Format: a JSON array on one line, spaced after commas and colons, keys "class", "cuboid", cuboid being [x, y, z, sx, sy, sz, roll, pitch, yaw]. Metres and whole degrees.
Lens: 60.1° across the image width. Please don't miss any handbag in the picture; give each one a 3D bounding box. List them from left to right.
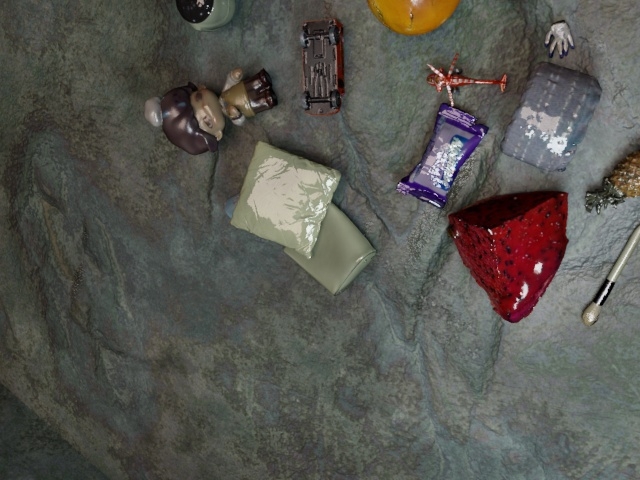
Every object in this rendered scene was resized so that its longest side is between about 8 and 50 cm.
[{"class": "handbag", "cuboid": [0.000, 0.000, 1.686, 0.315, 0.109, 0.241, 43, 115, 13]}]

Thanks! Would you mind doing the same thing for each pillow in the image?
[{"class": "pillow", "cuboid": [-0.106, -0.122, 1.650, 0.274, 0.076, 0.281, 22, 105, 7]}]

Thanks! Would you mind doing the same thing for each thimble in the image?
[{"class": "thimble", "cuboid": [0.546, -0.289, 1.312, 0.172, 0.205, 0.237, 23, 87, 13]}]

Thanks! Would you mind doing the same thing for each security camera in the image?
[{"class": "security camera", "cuboid": [-0.325, -0.749, 1.597, 0.196, 0.191, 0.278, 15, 110, 19]}]

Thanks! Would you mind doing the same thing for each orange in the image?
[{"class": "orange", "cuboid": [0.225, -0.629, 1.348, 0.245, 0.246, 0.247, 6, 105, 23]}]

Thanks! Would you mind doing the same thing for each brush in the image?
[{"class": "brush", "cuboid": [0.743, 0.091, 1.400, 0.039, 0.042, 0.300, 28, 112, 19]}]

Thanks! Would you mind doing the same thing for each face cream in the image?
[{"class": "face cream", "cuboid": [-0.200, -0.143, 1.755, 0.229, 0.075, 0.075, -25, 92, 27]}]

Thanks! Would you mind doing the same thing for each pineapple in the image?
[{"class": "pineapple", "cuboid": [0.719, -0.133, 1.324, 0.197, 0.108, 0.108, -40, 85, 34]}]

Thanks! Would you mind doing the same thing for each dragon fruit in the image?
[{"class": "dragon fruit", "cuboid": [0.459, 0.047, 1.412, 0.302, 0.240, 0.331, 0, 96, 44]}]

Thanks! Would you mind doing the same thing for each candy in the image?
[{"class": "candy", "cuboid": [0.327, -0.221, 1.498, 0.145, 0.070, 0.275, 30, 109, 8]}]

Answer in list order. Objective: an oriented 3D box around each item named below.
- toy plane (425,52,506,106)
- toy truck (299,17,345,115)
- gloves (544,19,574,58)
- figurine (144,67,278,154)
[{"class": "toy plane", "cuboid": [0.373, -0.420, 1.426, 0.194, 0.077, 0.126, -13, 101, 19]}, {"class": "toy truck", "cuboid": [0.013, -0.480, 1.551, 0.107, 0.114, 0.253, 3, 103, 23]}, {"class": "gloves", "cuboid": [0.576, -0.484, 1.341, 0.064, 0.026, 0.086, -14, 102, 28]}, {"class": "figurine", "cuboid": [-0.320, -0.391, 1.675, 0.364, 0.206, 0.218, -14, 111, 25]}]
